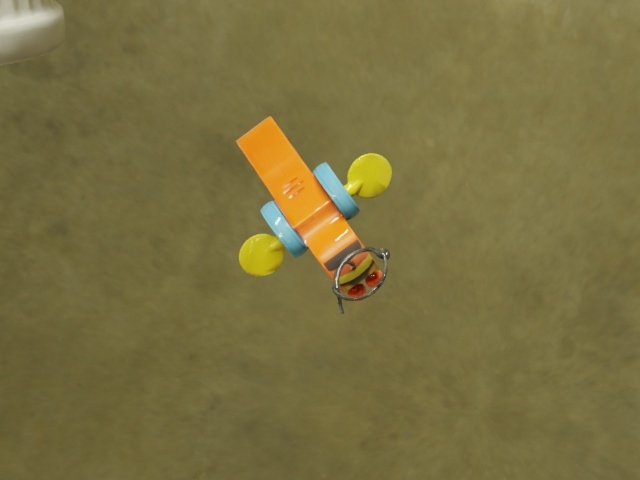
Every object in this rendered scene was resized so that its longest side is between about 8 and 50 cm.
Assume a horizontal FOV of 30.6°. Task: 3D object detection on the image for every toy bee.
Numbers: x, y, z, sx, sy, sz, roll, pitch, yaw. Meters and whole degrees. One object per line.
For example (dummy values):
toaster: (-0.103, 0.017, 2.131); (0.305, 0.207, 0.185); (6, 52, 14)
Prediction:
toy bee: (0.000, 0.000, 1.339); (0.195, 0.162, 0.298); (-19, 52, 15)

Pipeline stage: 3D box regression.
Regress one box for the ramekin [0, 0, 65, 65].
ramekin: (-0.299, -0.186, 0.732); (0.273, 0.273, 0.127); (6, 108, 8)
